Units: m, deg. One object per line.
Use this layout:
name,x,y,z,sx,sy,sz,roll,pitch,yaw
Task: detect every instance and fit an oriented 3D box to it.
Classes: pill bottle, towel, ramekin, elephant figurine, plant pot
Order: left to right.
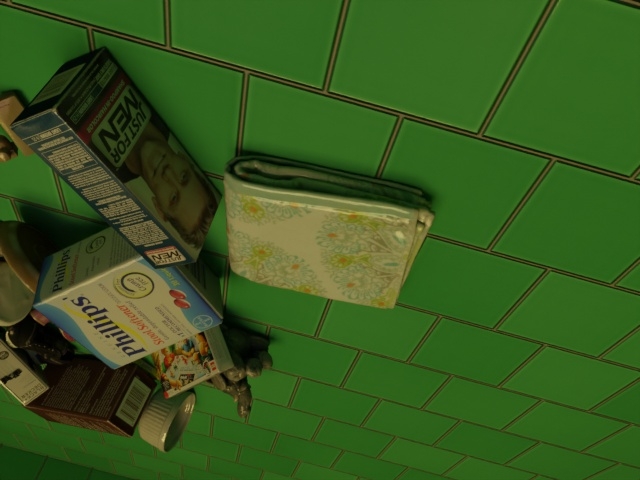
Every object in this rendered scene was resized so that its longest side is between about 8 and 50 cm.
pill bottle,-0.923,0.132,1.431,0.302,0.169,0.169,1,139,15
plant pot,-0.625,0.046,1.232,0.032,0.236,0.236,-35,131,-4
ramekin,-0.516,0.589,1.834,0.109,0.207,0.207,20,142,9
elephant figurine,-0.245,0.355,1.489,0.170,0.185,0.239,8,138,-30
towel,0.000,0.000,1.057,0.375,0.090,0.320,13,140,2

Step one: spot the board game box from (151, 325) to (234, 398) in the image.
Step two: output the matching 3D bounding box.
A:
board game box,-0.354,0.286,1.442,0.053,0.192,0.305,-11,163,-45

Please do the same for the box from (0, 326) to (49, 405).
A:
box,-0.968,0.353,1.675,0.169,0.087,0.289,24,147,51

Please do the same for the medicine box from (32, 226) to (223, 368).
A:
medicine box,-0.402,0.109,1.188,0.290,0.149,0.263,-25,132,6

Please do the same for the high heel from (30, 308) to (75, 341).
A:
high heel,-0.703,0.209,1.557,0.082,0.117,0.244,47,169,30

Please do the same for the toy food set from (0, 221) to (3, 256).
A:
toy food set,-0.836,0.009,1.334,0.218,0.071,0.128,3,140,14

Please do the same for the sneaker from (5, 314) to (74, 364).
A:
sneaker,-0.840,0.301,1.673,0.124,0.107,0.283,6,150,4

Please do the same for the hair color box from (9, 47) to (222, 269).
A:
hair color box,-0.322,-0.125,0.937,0.105,0.173,0.347,-10,135,25

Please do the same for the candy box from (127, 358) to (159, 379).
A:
candy box,-0.617,0.392,1.761,0.105,0.027,0.206,-15,133,29

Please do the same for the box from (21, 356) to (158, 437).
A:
box,-0.743,0.498,1.769,0.382,0.191,0.143,2,141,24

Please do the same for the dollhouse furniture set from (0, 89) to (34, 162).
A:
dollhouse furniture set,-0.616,-0.230,1.017,0.151,0.123,0.144,-25,137,-7
